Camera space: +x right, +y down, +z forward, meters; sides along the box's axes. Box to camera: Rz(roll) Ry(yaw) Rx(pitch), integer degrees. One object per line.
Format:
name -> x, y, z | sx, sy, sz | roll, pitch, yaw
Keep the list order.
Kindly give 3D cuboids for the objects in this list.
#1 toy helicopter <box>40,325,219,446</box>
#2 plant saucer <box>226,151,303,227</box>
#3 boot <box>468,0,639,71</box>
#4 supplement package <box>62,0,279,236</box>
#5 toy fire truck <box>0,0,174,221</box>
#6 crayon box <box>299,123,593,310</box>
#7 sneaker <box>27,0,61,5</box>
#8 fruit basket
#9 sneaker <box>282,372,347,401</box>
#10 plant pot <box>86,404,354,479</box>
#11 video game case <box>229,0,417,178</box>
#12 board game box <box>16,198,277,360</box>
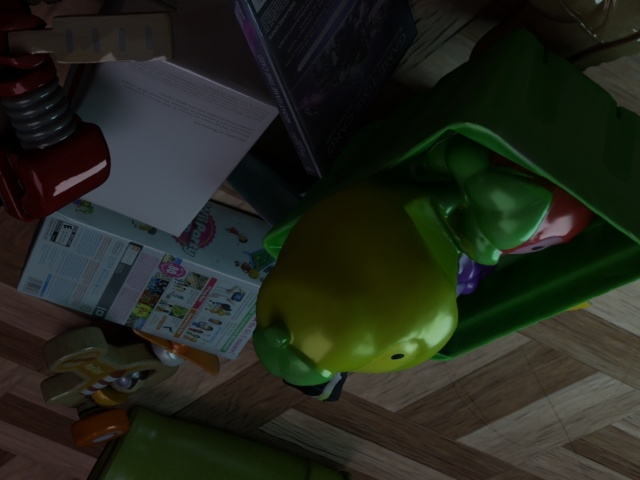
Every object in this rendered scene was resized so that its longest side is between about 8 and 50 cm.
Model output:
toy helicopter -> -0.278, 0.166, 2.284 | 0.235, 0.140, 0.355 | -20, 165, 4
plant saucer -> 0.000, 0.000, 1.886 | 0.317, 0.043, 0.317 | 42, -178, -2
boot -> 0.171, -0.259, 1.540 | 0.236, 0.089, 0.269 | -21, 135, 33
supplement package -> -0.154, -0.163, 1.705 | 0.175, 0.177, 0.293 | 22, 147, -15
toy fire truck -> -0.240, -0.133, 1.525 | 0.246, 0.158, 0.217 | 15, 131, 54
crayon box -> 0.153, -0.020, 1.925 | 0.203, 0.083, 0.323 | -13, 140, 35
sneaker -> -0.321, -0.302, 1.616 | 0.275, 0.107, 0.110 | 10, 140, 3
fruit basket -> 0.101, 0.019, 1.573 | 0.283, 0.392, 0.392 | 34, 143, -19
sneaker -> -0.009, 0.157, 2.265 | 0.097, 0.084, 0.234 | 13, 149, 0
plant pot -> -0.191, 0.433, 2.569 | 0.353, 0.366, 0.366 | 30, 146, -7
video game case -> 0.009, -0.212, 1.560 | 0.026, 0.196, 0.274 | 21, 155, 27
board game box -> -0.208, 0.026, 2.111 | 0.303, 0.097, 0.224 | 20, 149, -11
